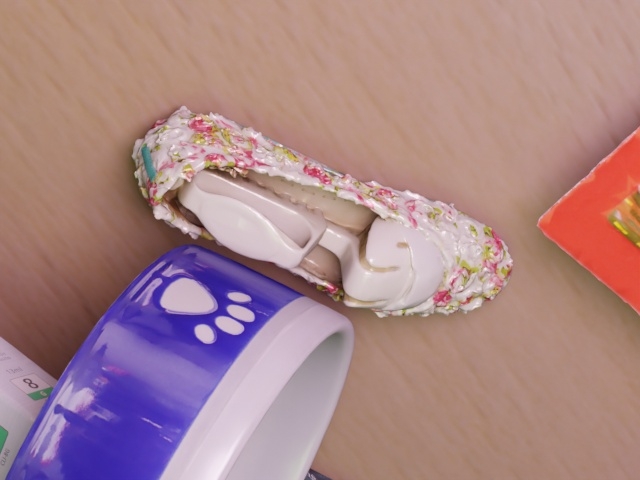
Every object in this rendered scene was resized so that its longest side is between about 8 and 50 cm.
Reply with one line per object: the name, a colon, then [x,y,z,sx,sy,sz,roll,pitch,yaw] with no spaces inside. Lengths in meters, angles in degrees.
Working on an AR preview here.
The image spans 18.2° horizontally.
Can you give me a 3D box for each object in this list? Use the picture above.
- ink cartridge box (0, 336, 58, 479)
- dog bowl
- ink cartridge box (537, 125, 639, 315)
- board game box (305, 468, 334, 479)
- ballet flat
ink cartridge box: [-0.256,0.117,1.184,0.224,0.056,0.181,33,113,23]
dog bowl: [-0.088,0.139,1.142,0.104,0.265,0.265,27,123,11]
ink cartridge box: [0.360,-0.026,1.082,0.308,0.091,0.385,39,113,-21]
board game box: [-0.012,0.216,1.323,0.186,0.026,0.126,29,108,-15]
ballet flat: [0.000,0.000,1.165,0.241,0.077,0.091,20,119,-10]
